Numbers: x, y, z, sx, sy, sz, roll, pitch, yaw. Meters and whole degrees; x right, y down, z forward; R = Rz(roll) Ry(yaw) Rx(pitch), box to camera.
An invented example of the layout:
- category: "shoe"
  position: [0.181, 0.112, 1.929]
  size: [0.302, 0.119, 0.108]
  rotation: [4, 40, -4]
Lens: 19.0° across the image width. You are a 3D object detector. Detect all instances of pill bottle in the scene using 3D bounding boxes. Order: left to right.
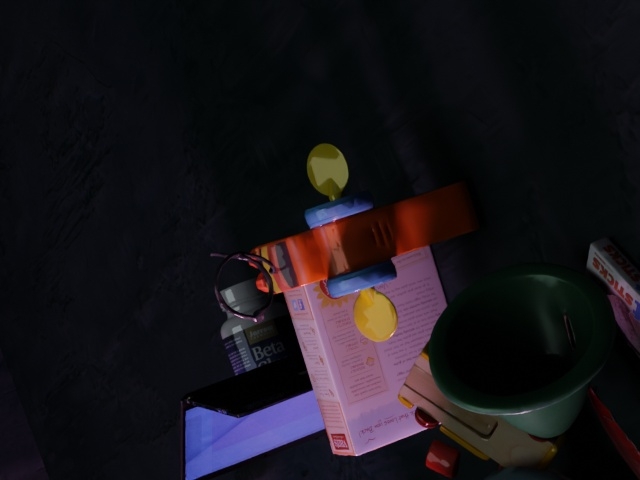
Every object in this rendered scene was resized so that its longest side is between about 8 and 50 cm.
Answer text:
- category: "pill bottle"
  position: [-0.071, 0.135, 2.422]
  size: [0.169, 0.094, 0.094]
  rotation: [69, 156, 5]

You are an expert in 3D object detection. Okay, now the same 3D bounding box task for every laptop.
- category: "laptop"
  position: [-0.029, 0.206, 2.212]
  size: [0.264, 0.234, 0.137]
  rotation: [4, 111, 64]

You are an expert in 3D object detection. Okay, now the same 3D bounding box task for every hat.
- category: "hat"
  position: [0.211, 0.152, 1.748]
  size: [0.208, 0.173, 0.183]
  rotation: [-103, -10, -50]

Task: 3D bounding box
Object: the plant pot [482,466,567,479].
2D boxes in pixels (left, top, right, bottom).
- category: "plant pot"
  position: [0.193, 0.388, 1.811]
  size: [0.290, 0.195, 0.290]
  rotation: [35, 146, 28]

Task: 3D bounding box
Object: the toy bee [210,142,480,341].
- category: "toy bee"
  position: [0.000, 0.000, 1.919]
  size: [0.162, 0.298, 0.195]
  rotation: [-15, 72, 62]

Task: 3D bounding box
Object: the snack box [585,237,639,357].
- category: "snack box"
  position: [0.293, 0.077, 1.689]
  size: [0.178, 0.022, 0.064]
  rotation: [52, 151, 38]

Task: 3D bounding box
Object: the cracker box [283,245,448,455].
- category: "cracker box"
  position: [0.058, 0.096, 2.041]
  size: [0.067, 0.155, 0.232]
  rotation: [-12, 96, 66]

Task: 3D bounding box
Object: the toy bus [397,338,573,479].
- category: "toy bus"
  position: [0.181, 0.155, 1.881]
  size: [0.191, 0.104, 0.202]
  rotation: [-1, 126, 40]
